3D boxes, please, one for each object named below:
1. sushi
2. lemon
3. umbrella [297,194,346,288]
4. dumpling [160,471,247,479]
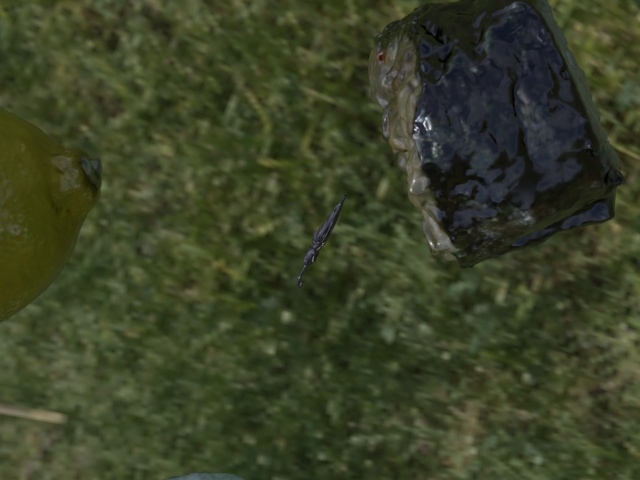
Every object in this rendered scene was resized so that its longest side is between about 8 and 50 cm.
[{"bbox_3d":[0.133,-0.102,1.555,0.170,0.350,0.211,-24,104,6],"label":"sushi"},{"bbox_3d":[-0.279,-0.016,1.417,0.248,0.184,0.184,-11,69,-1],"label":"lemon"},{"bbox_3d":[0.000,-0.002,1.747,0.022,0.013,0.122,-94,24,-47],"label":"umbrella"},{"bbox_3d":[-0.037,0.214,1.005,0.108,0.219,0.153,29,100,54],"label":"dumpling"}]
